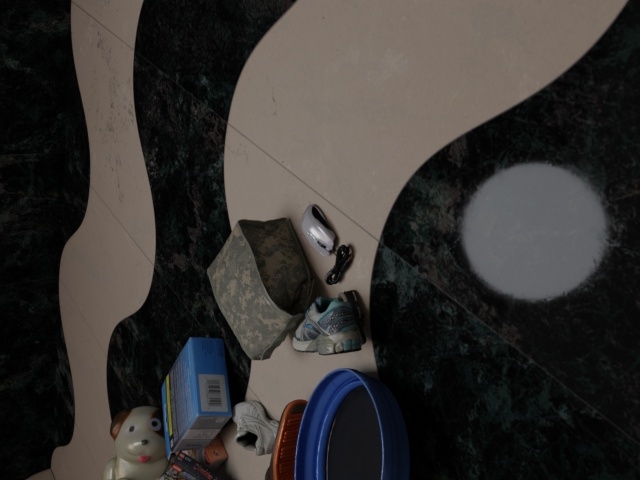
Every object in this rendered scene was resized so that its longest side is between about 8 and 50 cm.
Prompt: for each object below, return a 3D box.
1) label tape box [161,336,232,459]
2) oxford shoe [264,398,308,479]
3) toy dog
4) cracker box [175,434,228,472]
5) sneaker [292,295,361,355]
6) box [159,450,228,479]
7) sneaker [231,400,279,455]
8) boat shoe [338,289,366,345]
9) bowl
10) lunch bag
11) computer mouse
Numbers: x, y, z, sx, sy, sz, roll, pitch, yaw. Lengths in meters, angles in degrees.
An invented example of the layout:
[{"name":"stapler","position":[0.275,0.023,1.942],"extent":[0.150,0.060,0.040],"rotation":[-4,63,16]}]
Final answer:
[{"name":"label tape box","position":[-0.384,0.485,2.044],"extent":[0.347,0.115,0.249],"rotation":[124,143,-45]},{"name":"oxford shoe","position":[-0.090,0.560,1.685],"extent":[0.133,0.130,0.363],"rotation":[19,104,56]},{"name":"toy dog","position":[-0.602,0.775,2.350],"extent":[0.395,0.285,0.407],"rotation":[-90,6,-68]},{"name":"cracker box","position":[-0.389,0.684,2.169],"extent":[0.155,0.067,0.232],"rotation":[59,137,27]},{"name":"sneaker","position":[0.015,0.183,1.483],"extent":[0.283,0.110,0.122],"rotation":[162,105,-67]},{"name":"box","position":[-0.363,0.746,2.053],"extent":[0.233,0.044,0.159],"rotation":[33,134,-3]},{"name":"sneaker","position":[-0.194,0.509,1.832],"extent":[0.232,0.115,0.090],"rotation":[18,111,51]},{"name":"boat shoe","position":[0.078,0.167,1.469],"extent":[0.046,0.038,0.125],"rotation":[111,139,-61]},{"name":"bowl","position":[0.060,0.469,1.420],"extent":[0.391,0.077,0.391],"rotation":[-38,46,55]},{"name":"lunch bag","position":[-0.135,0.123,1.637],"extent":[0.235,0.169,0.287],"rotation":[-52,52,44]},{"name":"computer mouse","position":[0.000,0.000,1.536],"extent":[0.193,0.042,0.106],"rotation":[56,138,30]}]
